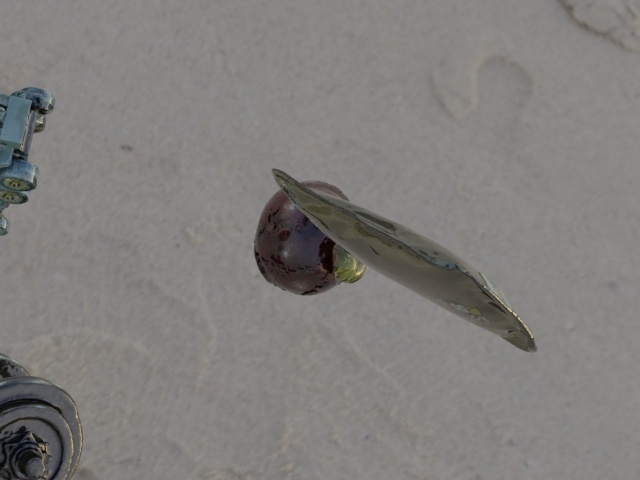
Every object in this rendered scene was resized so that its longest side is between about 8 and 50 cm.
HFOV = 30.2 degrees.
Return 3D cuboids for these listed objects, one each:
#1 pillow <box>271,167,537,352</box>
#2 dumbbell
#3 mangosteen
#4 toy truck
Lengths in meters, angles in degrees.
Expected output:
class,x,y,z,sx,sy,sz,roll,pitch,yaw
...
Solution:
class,x,y,z,sx,sy,sz,roll,pitch,yaw
pillow,0.055,0.012,0.819,0.033,0.217,0.130,-53,135,-8
dumbbell,-0.433,0.253,1.575,0.192,0.290,0.192,-10,107,-35
mangosteen,0.000,0.000,1.671,0.166,0.180,0.166,-30,127,-52
toy truck,-0.383,-0.099,1.298,0.140,0.257,0.108,15,66,-21
